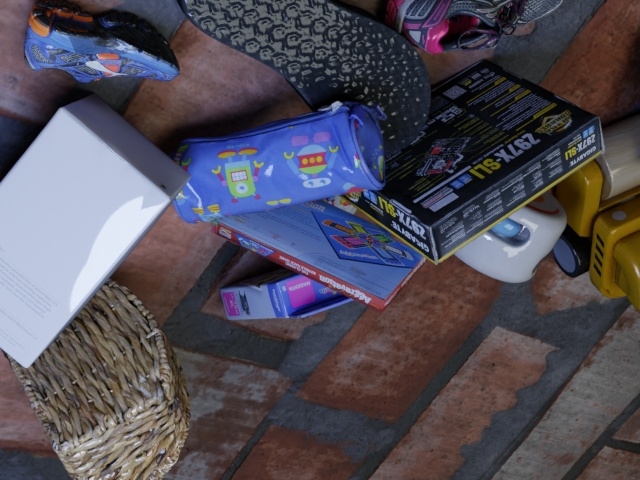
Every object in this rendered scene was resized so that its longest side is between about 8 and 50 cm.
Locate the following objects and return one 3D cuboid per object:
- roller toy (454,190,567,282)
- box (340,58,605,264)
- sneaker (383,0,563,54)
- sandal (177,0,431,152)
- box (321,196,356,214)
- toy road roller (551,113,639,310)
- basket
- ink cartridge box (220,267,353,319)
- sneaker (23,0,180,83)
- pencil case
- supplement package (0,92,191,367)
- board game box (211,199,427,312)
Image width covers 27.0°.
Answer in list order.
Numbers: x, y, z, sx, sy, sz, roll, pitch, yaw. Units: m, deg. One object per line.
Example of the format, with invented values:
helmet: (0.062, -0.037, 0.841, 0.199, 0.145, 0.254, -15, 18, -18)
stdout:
roller toy: (0.301, -0.037, 2.187, 0.209, 0.191, 0.146, 9, 120, -40)
box: (0.209, -0.125, 1.956, 0.322, 0.257, 0.079, -33, 133, -19)
sneaker: (0.238, -0.326, 1.931, 0.299, 0.112, 0.121, -19, 135, -27)
sandal: (-0.010, -0.278, 1.826, 0.446, 0.107, 0.167, 35, 105, -35)
box: (0.001, -0.073, 2.056, 0.145, 0.038, 0.186, 17, 115, -44)
toy road roller: (0.556, -0.031, 2.339, 0.202, 0.240, 0.329, -23, 138, -17)
basket: (-0.301, 0.216, 1.906, 0.213, 0.299, 0.223, -29, 137, -12)
ink cartridge box: (-0.015, 0.066, 2.002, 0.186, 0.311, 0.065, -17, 95, -23)
sneaker: (-0.277, -0.239, 1.683, 0.221, 0.083, 0.087, 11, 133, -36)
pencil case: (-0.059, -0.108, 1.821, 0.306, 0.119, 0.133, -11, 113, 19)
supplement package: (-0.332, -0.017, 1.712, 0.177, 0.175, 0.293, 41, 102, -5)
board game box: (0.000, 0.000, 1.910, 0.145, 0.281, 0.027, -45, 153, -45)
